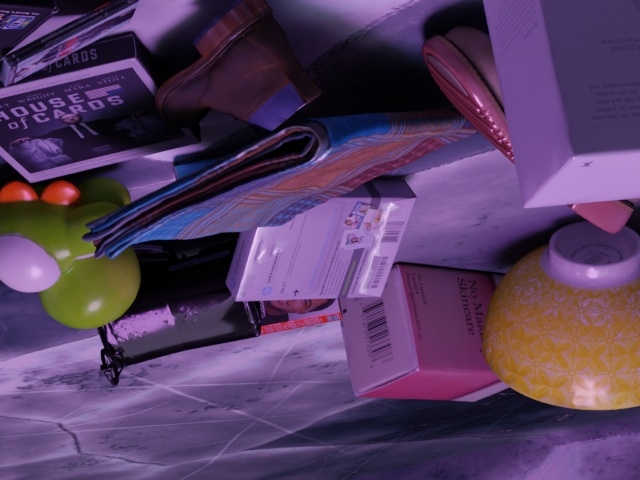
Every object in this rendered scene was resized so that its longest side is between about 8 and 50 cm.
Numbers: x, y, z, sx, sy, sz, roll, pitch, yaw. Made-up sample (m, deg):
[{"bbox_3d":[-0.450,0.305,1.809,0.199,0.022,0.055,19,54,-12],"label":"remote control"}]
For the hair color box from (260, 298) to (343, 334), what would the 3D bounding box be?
[{"bbox_3d":[-0.048,0.075,2.464,0.141,0.072,0.043,-11,163,2],"label":"hair color box"}]

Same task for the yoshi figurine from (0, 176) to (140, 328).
[{"bbox_3d":[-0.339,0.050,2.044,0.362,0.204,0.203,-17,169,17],"label":"yoshi figurine"}]

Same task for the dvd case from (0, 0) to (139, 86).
[{"bbox_3d":[-0.205,-0.164,1.605,0.119,0.013,0.087,-28,180,-13],"label":"dvd case"}]

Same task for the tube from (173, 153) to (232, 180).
[{"bbox_3d":[-0.047,-0.076,2.032,0.207,0.052,0.080,-15,174,-6],"label":"tube"}]

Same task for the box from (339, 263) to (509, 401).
[{"bbox_3d":[0.153,0.125,2.604,0.232,0.149,0.127,6,156,-43],"label":"box"}]

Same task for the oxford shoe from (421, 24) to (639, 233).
[{"bbox_3d":[0.230,-0.138,1.907,0.146,0.140,0.397,-46,148,10],"label":"oxford shoe"}]

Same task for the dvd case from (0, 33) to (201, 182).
[{"bbox_3d":[-0.224,-0.118,1.818,0.179,0.030,0.239,-13,163,7],"label":"dvd case"}]

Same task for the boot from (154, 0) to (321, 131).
[{"bbox_3d":[-0.075,-0.123,1.719,0.082,0.106,0.219,-37,176,-28],"label":"boot"}]

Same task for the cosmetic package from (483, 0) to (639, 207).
[{"bbox_3d":[0.270,-0.158,1.631,0.224,0.225,0.138,-5,162,-14],"label":"cosmetic package"}]

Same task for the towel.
[{"bbox_3d":[-0.022,-0.059,1.883,0.271,0.040,0.370,-24,173,27],"label":"towel"}]

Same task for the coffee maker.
[{"bbox_3d":[-0.160,0.084,2.263,0.178,0.171,0.120,-13,146,6],"label":"coffee maker"}]

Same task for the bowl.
[{"bbox_3d":[0.343,0.069,2.464,0.289,0.289,0.156,-8,121,-6],"label":"bowl"}]

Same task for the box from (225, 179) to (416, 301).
[{"bbox_3d":[0.000,0.000,2.187,0.186,0.038,0.145,-2,128,-28],"label":"box"}]

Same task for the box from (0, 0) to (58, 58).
[{"bbox_3d":[-0.370,-0.166,1.503,0.270,0.060,0.216,0,160,-40],"label":"box"}]
